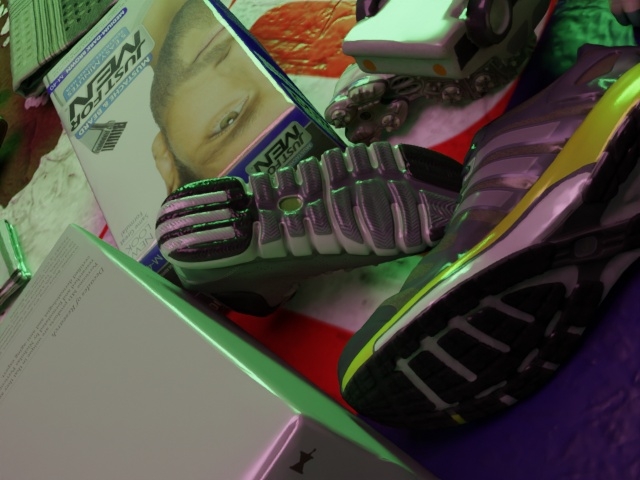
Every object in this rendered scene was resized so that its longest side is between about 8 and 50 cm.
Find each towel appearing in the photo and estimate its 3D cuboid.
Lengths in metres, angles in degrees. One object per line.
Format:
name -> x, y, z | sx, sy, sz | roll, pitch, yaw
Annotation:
towel -> -0.266, -0.340, 1.237 | 0.312, 0.056, 0.324 | -35, 42, 14
towel -> -0.371, 0.060, 1.068 | 0.152, 0.023, 0.113 | -47, 40, 8

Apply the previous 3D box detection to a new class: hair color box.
hair color box -> -0.120, -0.108, 0.896 | 0.185, 0.110, 0.339 | -44, 44, 7

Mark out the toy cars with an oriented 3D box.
toy cars -> 0.096, -0.221, 0.737 | 0.176, 0.087, 0.394 | -20, 39, 12

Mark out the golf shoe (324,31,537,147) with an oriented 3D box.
golf shoe -> 0.080, -0.144, 0.776 | 0.176, 0.069, 0.086 | -21, 42, 27

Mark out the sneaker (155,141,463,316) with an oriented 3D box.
sneaker -> 0.000, 0.000, 0.734 | 0.228, 0.132, 0.086 | -5, 62, -3

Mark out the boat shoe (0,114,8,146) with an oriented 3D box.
boat shoe -> -0.408, -0.067, 1.163 | 0.060, 0.064, 0.178 | 24, 79, 16

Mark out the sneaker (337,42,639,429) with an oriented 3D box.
sneaker -> 0.123, -0.005, 0.627 | 0.300, 0.111, 0.121 | -44, 32, 1

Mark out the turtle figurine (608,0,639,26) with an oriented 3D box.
turtle figurine -> 0.240, -0.248, 0.675 | 0.175, 0.118, 0.234 | -38, 38, 15

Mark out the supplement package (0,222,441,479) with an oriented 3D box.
supplement package -> -0.088, 0.143, 0.639 | 0.293, 0.177, 0.175 | 30, 84, 49
